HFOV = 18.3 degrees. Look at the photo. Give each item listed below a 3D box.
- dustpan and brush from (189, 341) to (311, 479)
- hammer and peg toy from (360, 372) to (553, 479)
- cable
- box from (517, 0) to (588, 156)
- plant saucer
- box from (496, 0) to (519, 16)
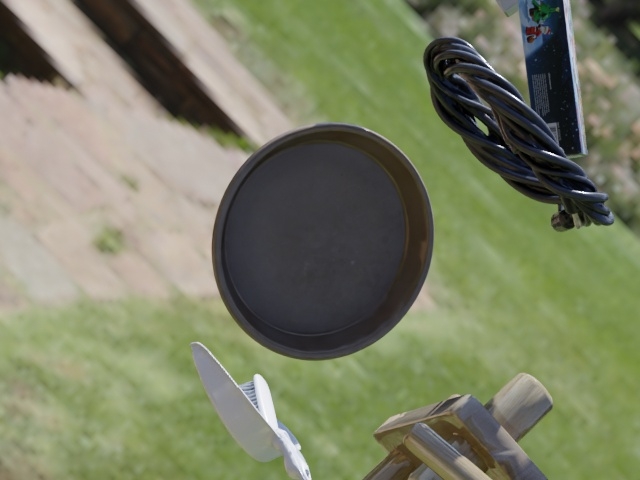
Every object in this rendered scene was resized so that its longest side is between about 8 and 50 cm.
[{"bbox_3d":[-0.055,0.192,2.025,0.147,0.060,0.211,48,13,-36],"label":"dustpan and brush"},{"bbox_3d":[0.165,0.214,1.483,0.266,0.127,0.361,49,-15,0],"label":"hammer and peg toy"},{"bbox_3d":[0.140,-0.074,1.460,0.184,0.047,0.150,49,0,-11],"label":"cable"},{"bbox_3d":[0.216,-0.193,1.875,0.159,0.044,0.233,-13,96,-80],"label":"box"},{"bbox_3d":[0.000,0.000,2.285,0.278,0.278,0.041,40,-7,-24],"label":"plant saucer"},{"bbox_3d":[0.252,-0.371,2.294,0.145,0.186,0.038,58,8,9],"label":"box"}]
